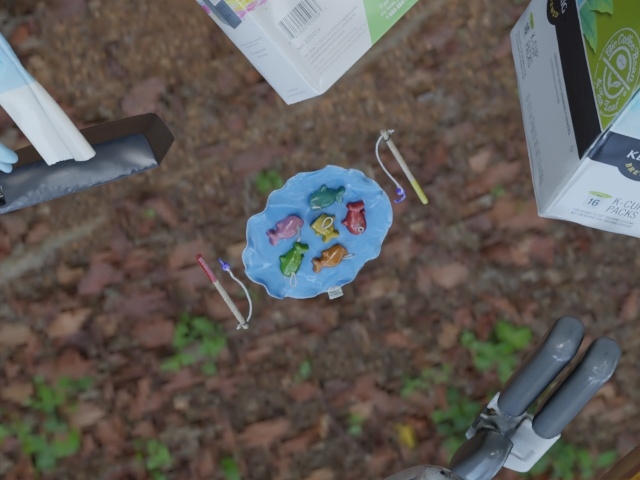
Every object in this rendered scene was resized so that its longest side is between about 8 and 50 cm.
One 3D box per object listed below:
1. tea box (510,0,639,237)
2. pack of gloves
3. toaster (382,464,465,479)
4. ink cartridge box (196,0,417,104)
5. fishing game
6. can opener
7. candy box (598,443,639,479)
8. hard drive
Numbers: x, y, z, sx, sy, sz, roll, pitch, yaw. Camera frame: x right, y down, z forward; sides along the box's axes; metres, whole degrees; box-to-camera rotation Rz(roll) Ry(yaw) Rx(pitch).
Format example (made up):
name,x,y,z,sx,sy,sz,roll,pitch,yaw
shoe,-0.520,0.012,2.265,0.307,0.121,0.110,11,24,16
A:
name,x,y,z,sx,sy,sz,roll,pitch,yaw
tea box,0.376,-0.158,1.310,0.329,0.220,0.323,12,139,-17
pack of gloves,-0.349,-0.146,1.577,0.195,0.046,0.232,-7,127,47
toaster,0.100,0.268,1.336,0.146,0.129,0.227,37,160,-4
ink cartridge box,-0.067,-0.367,2.028,0.207,0.119,0.353,-45,105,-17
fishing game,0.000,0.000,1.846,0.264,0.041,0.189,-32,136,-3
can opener,0.198,0.164,1.538,0.074,0.093,0.280,30,146,2
candy box,0.240,0.159,0.915,0.316,0.087,0.183,-35,-167,-24
hard drive,-0.314,-0.093,2.033,0.255,0.172,0.054,-16,104,7
